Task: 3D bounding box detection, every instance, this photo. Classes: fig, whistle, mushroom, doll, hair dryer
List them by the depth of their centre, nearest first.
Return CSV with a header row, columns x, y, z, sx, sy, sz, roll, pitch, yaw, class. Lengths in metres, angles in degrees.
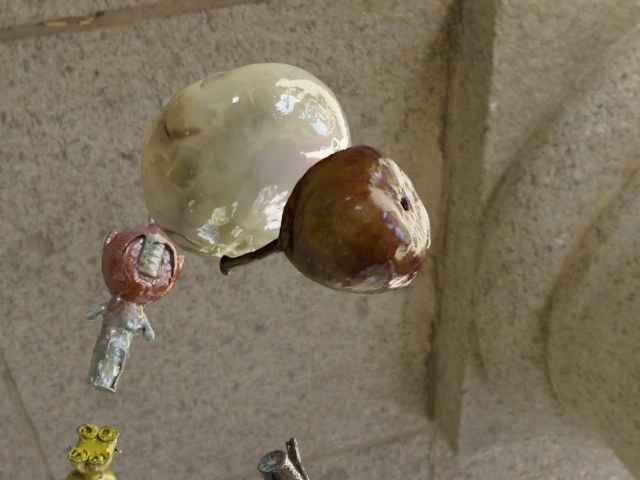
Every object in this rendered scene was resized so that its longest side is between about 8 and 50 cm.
x,y,z,sx,sy,sz,roll,pitch,yaw,class
-0.028,0.291,0.958,0.075,0.219,0.196,-27,112,-2,hair dryer
-0.009,-0.023,0.986,0.290,0.191,0.191,5,132,21,fig
-0.095,-0.112,1.178,0.315,0.356,0.315,2,99,12,mushroom
-0.348,0.103,1.451,0.133,0.346,0.142,-8,149,40,whistle
-0.481,0.502,1.665,0.142,0.135,0.221,7,121,-2,doll
